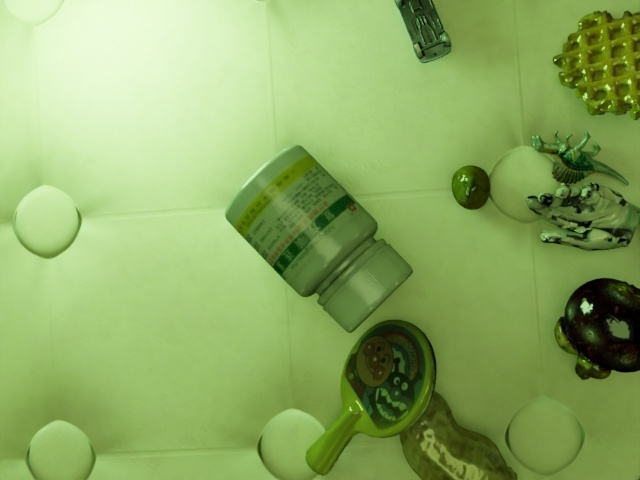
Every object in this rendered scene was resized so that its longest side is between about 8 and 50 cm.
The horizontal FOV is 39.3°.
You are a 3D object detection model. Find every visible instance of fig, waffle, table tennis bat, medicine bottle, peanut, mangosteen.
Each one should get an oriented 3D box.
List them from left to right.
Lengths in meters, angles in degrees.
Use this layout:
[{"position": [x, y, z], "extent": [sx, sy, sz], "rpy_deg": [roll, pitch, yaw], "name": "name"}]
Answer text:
[{"position": [0.000, 0.000, 1.732], "extent": [0.208, 0.208, 0.339], "rpy_deg": [-45, 83, 4], "name": "medicine bottle"}, {"position": [0.087, 0.315, 1.753], "extent": [0.368, 0.054, 0.224], "rpy_deg": [-53, 45, 17], "name": "table tennis bat"}, {"position": [0.254, 0.414, 1.724], "extent": [0.153, 0.140, 0.325], "rpy_deg": [-40, 82, 11], "name": "peanut"}, {"position": [0.295, -0.108, 1.753], "extent": [0.082, 0.098, 0.084], "rpy_deg": [28, 80, 9], "name": "fig"}, {"position": [0.538, 0.180, 1.683], "extent": [0.192, 0.192, 0.217], "rpy_deg": [29, 116, 7], "name": "mangosteen"}, {"position": [0.583, -0.358, 1.696], "extent": [0.291, 0.051, 0.291], "rpy_deg": [-13, 64, 28], "name": "waffle"}]

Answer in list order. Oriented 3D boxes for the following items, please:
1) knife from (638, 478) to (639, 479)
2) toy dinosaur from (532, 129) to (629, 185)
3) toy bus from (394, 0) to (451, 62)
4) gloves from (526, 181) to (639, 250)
[{"position": [0.643, 0.429, 1.737], "extent": [0.035, 0.018, 0.247], "rpy_deg": [26, 89, 10], "name": "knife"}, {"position": [0.504, -0.152, 1.760], "extent": [0.106, 0.044, 0.187], "rpy_deg": [-38, 97, 18], "name": "toy dinosaur"}, {"position": [0.203, -0.433, 1.784], "extent": [0.073, 0.076, 0.167], "rpy_deg": [-21, 84, 5], "name": "toy bus"}, {"position": [0.497, -0.052, 1.724], "extent": [0.212, 0.111, 0.127], "rpy_deg": [19, 117, 4], "name": "gloves"}]
